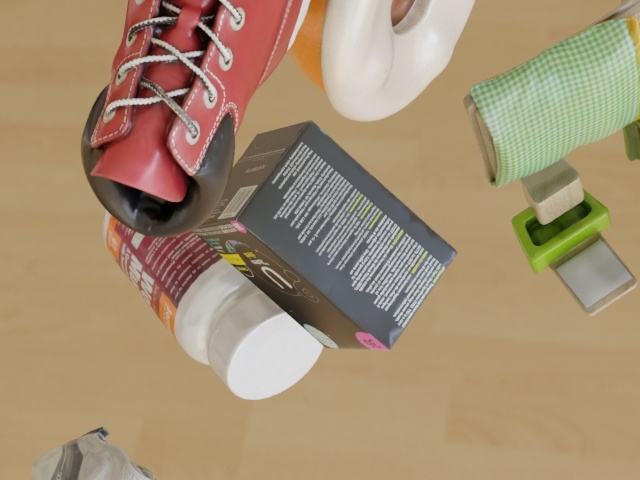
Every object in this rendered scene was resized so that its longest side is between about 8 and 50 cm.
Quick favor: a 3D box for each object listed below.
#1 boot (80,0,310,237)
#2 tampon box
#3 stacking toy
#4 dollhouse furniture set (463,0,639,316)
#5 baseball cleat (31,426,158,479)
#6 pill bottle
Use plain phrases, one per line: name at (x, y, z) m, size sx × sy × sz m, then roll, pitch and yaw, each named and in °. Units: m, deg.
boot at (-0.044, -0.117, 0.656) m, size 0.088 × 0.244 × 0.176 m, roll 16°, pitch 49°, yaw 5°
tampon box at (0.000, 0.000, 1.282) m, size 0.101 × 0.161 × 0.120 m, roll -53°, pitch 17°, yaw -16°
stacking toy at (-0.058, -0.385, 2.053) m, size 0.479 × 0.351 × 0.351 m, roll 25°, pitch 60°, yaw 23°
dollhouse furniture set at (0.273, -0.063, 1.520) m, size 0.197 × 0.301 × 0.151 m, roll -33°, pitch 61°, yaw -2°
baseball cleat at (-0.168, 0.236, 1.268) m, size 0.109 × 0.072 × 0.206 m, roll -30°, pitch 57°, yaw 12°
pill bottle at (-0.096, 0.035, 1.467) m, size 0.121 × 0.121 × 0.221 m, roll -30°, pitch 50°, yaw -15°
